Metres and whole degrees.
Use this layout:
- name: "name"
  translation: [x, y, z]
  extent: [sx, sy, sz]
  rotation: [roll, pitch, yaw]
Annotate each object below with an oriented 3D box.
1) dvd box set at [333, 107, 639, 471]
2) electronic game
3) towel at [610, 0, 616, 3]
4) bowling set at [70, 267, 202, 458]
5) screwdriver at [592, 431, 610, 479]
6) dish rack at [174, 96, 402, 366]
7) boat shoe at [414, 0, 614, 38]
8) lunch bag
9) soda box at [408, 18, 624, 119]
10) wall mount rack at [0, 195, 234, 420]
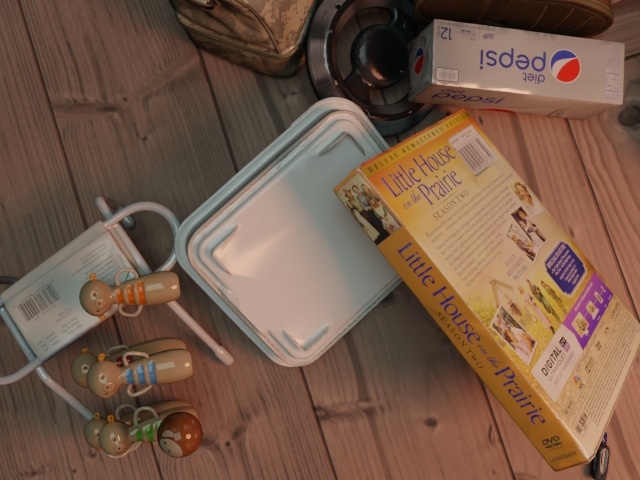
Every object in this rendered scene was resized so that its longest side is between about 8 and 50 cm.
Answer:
- name: "dvd box set"
  translation: [0.239, 0.035, 0.849]
  extent: [0.420, 0.308, 0.062]
  rotation: [52, 132, 4]
- name: "electronic game"
  translation: [0.085, -0.267, 0.944]
  extent: [0.229, 0.048, 0.229]
  rotation: [-2, 96, -23]
- name: "towel"
  translation: [0.498, -0.570, 0.963]
  extent: [0.321, 0.090, 0.374]
  rotation: [-22, 86, 0]
- name: "bowling set"
  translation: [-0.239, 0.192, 0.823]
  extent: [0.154, 0.200, 0.286]
  rotation: [-8, 112, -15]
- name: "screwdriver"
  translation: [0.416, 0.266, 0.952]
  extent: [0.024, 0.025, 0.169]
  rotation: [9, 78, 3]
- name: "dish rack"
  translation: [0.000, 0.000, 0.897]
  extent: [0.333, 0.072, 0.285]
  rotation: [-42, 109, -4]
- name: "boat shoe"
  translation: [0.281, -0.365, 0.929]
  extent: [0.307, 0.111, 0.104]
  rotation: [5, 75, -16]
- name: "lunch bag"
  translation: [-0.084, -0.417, 0.890]
  extent: [0.213, 0.256, 0.305]
  rotation: [22, 87, 3]
- name: "soda box"
  translation: [0.274, -0.236, 0.915]
  extent: [0.286, 0.098, 0.091]
  rotation: [3, 86, -12]
- name: "wall mount rack"
  translation: [-0.306, 0.116, 0.935]
  extent: [0.350, 0.130, 0.304]
  rotation: [-36, 82, 0]
